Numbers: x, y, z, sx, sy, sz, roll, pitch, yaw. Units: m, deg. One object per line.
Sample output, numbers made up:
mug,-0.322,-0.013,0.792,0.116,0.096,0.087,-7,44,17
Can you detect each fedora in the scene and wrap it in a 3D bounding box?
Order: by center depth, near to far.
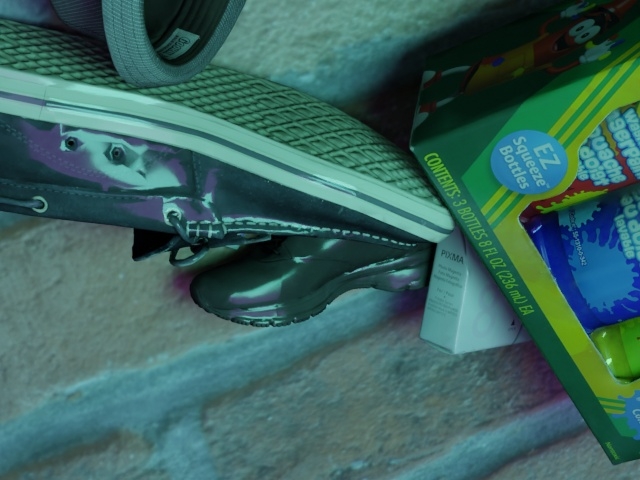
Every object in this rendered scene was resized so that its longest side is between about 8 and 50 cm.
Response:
fedora,-0.140,-0.264,1.034,0.244,0.124,0.275,36,72,-72

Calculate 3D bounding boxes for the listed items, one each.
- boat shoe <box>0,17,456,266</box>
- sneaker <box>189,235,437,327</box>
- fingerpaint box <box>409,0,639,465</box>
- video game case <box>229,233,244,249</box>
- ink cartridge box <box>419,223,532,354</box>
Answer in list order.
boat shoe,-0.118,-0.063,1.122,0.500,0.187,0.156,12,114,-17
sneaker,0.000,0.000,1.260,0.286,0.109,0.130,-17,112,-25
fingerpaint box,0.352,-0.023,1.150,0.371,0.163,0.445,-19,123,26
video game case,-0.096,-0.057,1.237,0.087,0.011,0.122,17,106,-28
ink cartridge box,0.195,-0.006,1.295,0.189,0.066,0.232,-4,112,-47
